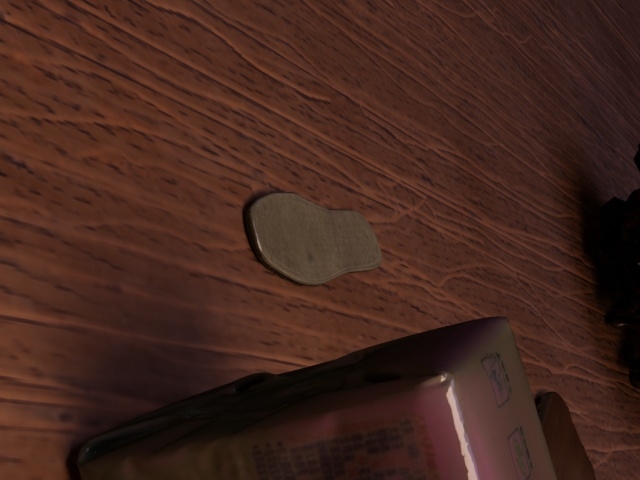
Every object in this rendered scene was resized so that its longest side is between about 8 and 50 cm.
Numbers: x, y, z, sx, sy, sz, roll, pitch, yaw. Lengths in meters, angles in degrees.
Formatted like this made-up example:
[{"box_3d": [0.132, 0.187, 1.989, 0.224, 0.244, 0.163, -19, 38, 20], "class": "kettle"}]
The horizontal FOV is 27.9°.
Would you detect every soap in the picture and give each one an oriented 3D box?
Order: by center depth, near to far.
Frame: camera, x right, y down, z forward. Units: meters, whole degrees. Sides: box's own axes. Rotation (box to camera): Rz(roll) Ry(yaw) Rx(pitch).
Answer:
[{"box_3d": [0.018, 0.154, 0.586, 0.138, 0.182, 0.199, -13, 87, -67], "class": "soap"}]

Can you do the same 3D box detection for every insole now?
[{"box_3d": [0.000, 0.000, 0.865, 0.192, 0.010, 0.063, 1, 73, -65], "class": "insole"}]

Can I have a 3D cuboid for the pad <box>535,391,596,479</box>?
[{"box_3d": [0.236, 0.312, 1.158, 0.284, 0.018, 0.286, 67, 24, -15], "class": "pad"}]

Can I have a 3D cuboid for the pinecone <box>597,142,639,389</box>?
[{"box_3d": [0.518, 0.049, 1.571, 0.398, 0.398, 0.397, 45, 36, -47], "class": "pinecone"}]
